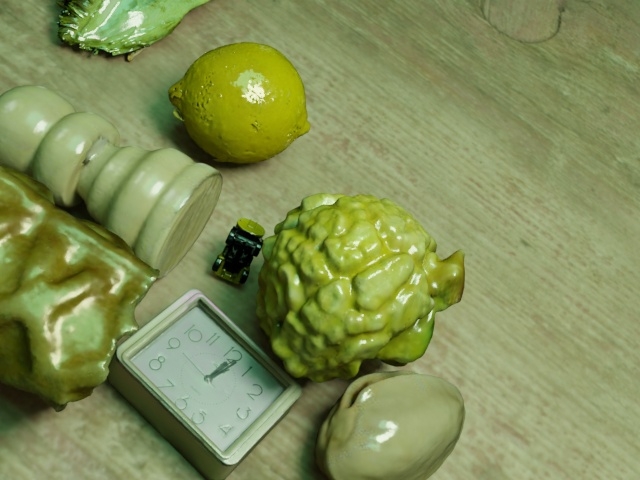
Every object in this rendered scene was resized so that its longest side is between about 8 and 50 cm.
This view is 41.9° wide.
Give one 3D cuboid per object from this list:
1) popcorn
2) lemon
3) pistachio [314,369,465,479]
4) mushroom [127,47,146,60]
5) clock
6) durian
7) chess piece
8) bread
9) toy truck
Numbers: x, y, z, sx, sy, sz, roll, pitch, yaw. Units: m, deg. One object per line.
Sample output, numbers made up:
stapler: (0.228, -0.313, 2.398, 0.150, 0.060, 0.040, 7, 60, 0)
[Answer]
popcorn: (0.036, 0.057, 1.023, 0.257, 0.270, 0.224, 12, 66, -57)
lemon: (-0.115, -0.197, 1.202, 0.206, 0.173, 0.174, -3, 58, -16)
pistachio: (0.086, 0.232, 1.024, 0.223, 0.126, 0.152, -22, 102, -39)
mushroom: (-0.240, -0.372, 1.367, 0.286, 0.028, 0.026, -57, 132, -39)
clock: (-0.137, 0.168, 0.997, 0.192, 0.071, 0.147, 43, 51, 9)
durian: (-0.285, -0.423, 1.338, 0.198, 0.163, 0.394, 53, 52, -24)
chess piece: (-0.292, -0.088, 1.069, 0.299, 0.167, 0.167, 29, 50, 5)
bread: (-0.318, 0.047, 0.920, 0.252, 0.238, 0.196, 31, 87, -8)
toy truck: (-0.108, 0.016, 1.112, 0.049, 0.083, 0.054, 25, 35, -6)
